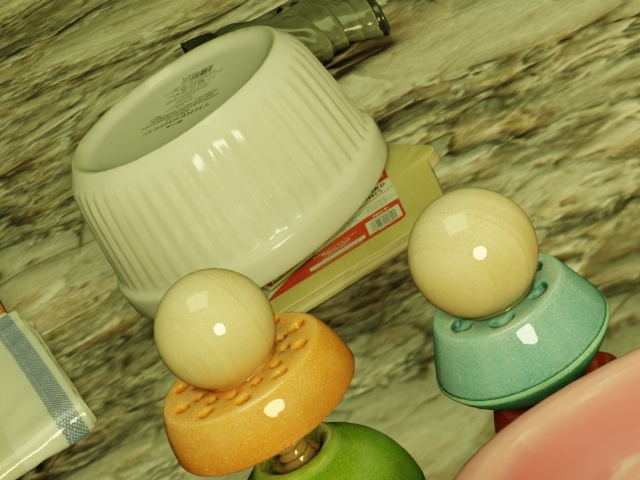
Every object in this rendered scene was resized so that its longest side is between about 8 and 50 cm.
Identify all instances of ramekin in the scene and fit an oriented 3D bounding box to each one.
[{"bbox_3d":[-0.070,-0.053,1.190,0.207,0.109,0.207,-29,22,13],"label":"ramekin"}]

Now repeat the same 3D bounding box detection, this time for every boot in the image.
[{"bbox_3d":[-0.015,-0.152,1.437,0.161,0.083,0.246,-26,25,-5],"label":"boot"}]

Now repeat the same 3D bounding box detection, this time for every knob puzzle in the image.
[{"bbox_3d":[0.000,0.000,1.171,0.213,0.030,0.213,-29,23,14],"label":"knob puzzle"}]

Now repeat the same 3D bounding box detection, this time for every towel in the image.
[{"bbox_3d":[-0.286,0.163,1.181,0.285,0.034,0.209,-37,27,-10],"label":"towel"}]

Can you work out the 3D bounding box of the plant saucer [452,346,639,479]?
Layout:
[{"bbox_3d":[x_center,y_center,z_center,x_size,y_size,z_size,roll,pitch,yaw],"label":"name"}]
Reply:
[{"bbox_3d":[0.207,0.076,0.627,0.332,0.084,0.332,-22,5,2],"label":"plant saucer"}]

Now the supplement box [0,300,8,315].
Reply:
[{"bbox_3d":[-0.301,0.036,1.392,0.078,0.080,0.233,-33,26,-7],"label":"supplement box"}]

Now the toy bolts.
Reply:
[{"bbox_3d":[0.029,0.082,0.820,0.228,0.158,0.218,-25,24,12],"label":"toy bolts"}]
